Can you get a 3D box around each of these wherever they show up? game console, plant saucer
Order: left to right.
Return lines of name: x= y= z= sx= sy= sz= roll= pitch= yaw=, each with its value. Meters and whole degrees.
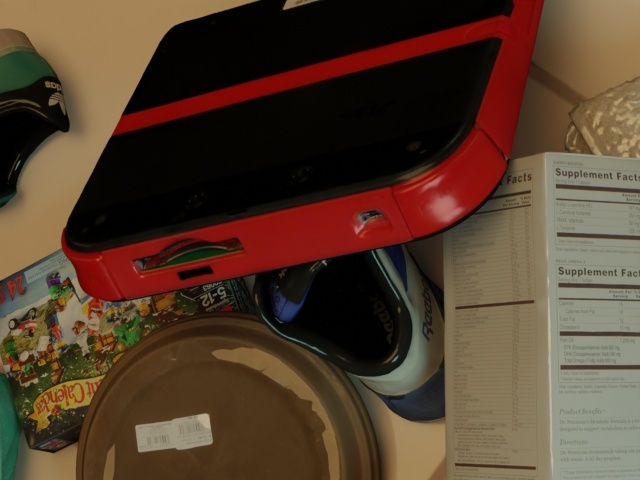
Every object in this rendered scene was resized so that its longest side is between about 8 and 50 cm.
plant saucer: x=-0.086 y=0.198 z=1.512 sx=0.277 sy=0.041 sz=0.278 roll=-1 pitch=88 yaw=19
game console: x=-0.010 y=-0.104 z=1.460 sx=0.386 sy=0.060 sz=0.342 roll=-12 pitch=36 yaw=28

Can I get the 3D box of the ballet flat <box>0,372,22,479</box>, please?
ballet flat: x=-0.313 y=0.235 z=1.600 sx=0.083 sy=0.087 sz=0.247 roll=-7 pitch=75 yaw=27

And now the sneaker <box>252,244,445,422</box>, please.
sneaker: x=0.001 y=0.001 z=1.466 sx=0.127 sy=0.182 sz=0.315 roll=-42 pitch=64 yaw=8

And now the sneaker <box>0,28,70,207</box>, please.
sneaker: x=-0.363 y=-0.060 z=1.678 sx=0.302 sy=0.108 sz=0.121 roll=-42 pitch=62 yaw=8

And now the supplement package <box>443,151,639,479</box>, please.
supplement package: x=0.183 y=0.063 z=1.359 sx=0.139 sy=0.133 sz=0.244 roll=-7 pitch=81 yaw=59

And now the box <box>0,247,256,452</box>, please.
box: x=-0.177 y=0.069 z=1.604 sx=0.233 sy=0.044 sz=0.159 roll=-27 pitch=69 yaw=16

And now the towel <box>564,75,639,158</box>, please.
towel: x=0.344 y=-0.079 z=1.413 sx=0.282 sy=0.049 sz=0.187 roll=-27 pitch=70 yaw=15
